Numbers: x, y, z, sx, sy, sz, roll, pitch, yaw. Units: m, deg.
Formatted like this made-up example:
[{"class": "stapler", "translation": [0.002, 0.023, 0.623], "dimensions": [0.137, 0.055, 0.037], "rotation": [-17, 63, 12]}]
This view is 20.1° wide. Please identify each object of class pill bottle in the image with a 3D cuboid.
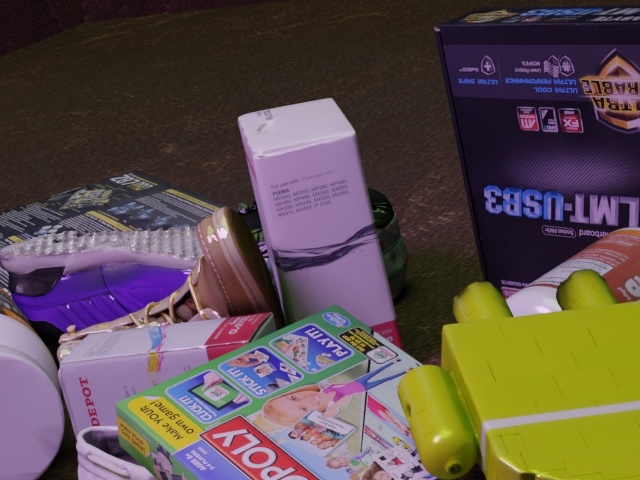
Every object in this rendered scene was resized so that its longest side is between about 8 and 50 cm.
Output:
[{"class": "pill bottle", "translation": [0.215, 0.080, 1.479], "dimensions": [0.121, 0.121, 0.216], "rotation": [3, 24, 43]}, {"class": "pill bottle", "translation": [-0.326, 0.130, 1.649], "dimensions": [0.162, 0.162, 0.278], "rotation": [-18, 17, -16]}]

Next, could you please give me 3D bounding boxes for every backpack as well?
[{"class": "backpack", "translation": [-0.001, 0.014, 1.870], "dimensions": [0.182, 0.115, 0.152], "rotation": [-10, 28, 8]}]

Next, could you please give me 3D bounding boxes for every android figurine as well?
[{"class": "android figurine", "translation": [0.186, 0.118, 1.279], "dimensions": [0.248, 0.056, 0.273], "rotation": [-7, 35, -10]}]

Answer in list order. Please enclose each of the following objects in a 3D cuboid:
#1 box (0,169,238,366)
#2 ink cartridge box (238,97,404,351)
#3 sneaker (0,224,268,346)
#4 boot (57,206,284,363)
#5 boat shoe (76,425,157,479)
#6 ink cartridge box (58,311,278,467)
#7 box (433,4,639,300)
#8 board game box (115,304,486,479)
[{"class": "box", "translation": [-0.278, 0.027, 2.069], "dimensions": [0.318, 0.097, 0.395], "rotation": [-22, 19, -22]}, {"class": "ink cartridge box", "translation": [0.000, 0.000, 1.695], "dimensions": [0.100, 0.237, 0.172], "rotation": [-14, 17, -4]}, {"class": "sneaker", "translation": [-0.176, 0.067, 1.776], "dimensions": [0.293, 0.146, 0.102], "rotation": [0, 14, 28]}, {"class": "boot", "translation": [-0.138, 0.076, 1.607], "dimensions": [0.203, 0.095, 0.262], "rotation": [-15, -28, -1]}, {"class": "boat shoe", "translation": [-0.091, 0.186, 1.422], "dimensions": [0.258, 0.084, 0.095], "rotation": [-4, 19, 29]}, {"class": "ink cartridge box", "translation": [-0.117, 0.138, 1.523], "dimensions": [0.175, 0.127, 0.072], "rotation": [-7, 18, 18]}, {"class": "box", "translation": [0.250, -0.062, 1.619], "dimensions": [0.073, 0.293, 0.295], "rotation": [-24, 20, -36]}, {"class": "board game box", "translation": [0.023, 0.167, 1.318], "dimensions": [0.213, 0.046, 0.317], "rotation": [-22, 36, -30]}]
